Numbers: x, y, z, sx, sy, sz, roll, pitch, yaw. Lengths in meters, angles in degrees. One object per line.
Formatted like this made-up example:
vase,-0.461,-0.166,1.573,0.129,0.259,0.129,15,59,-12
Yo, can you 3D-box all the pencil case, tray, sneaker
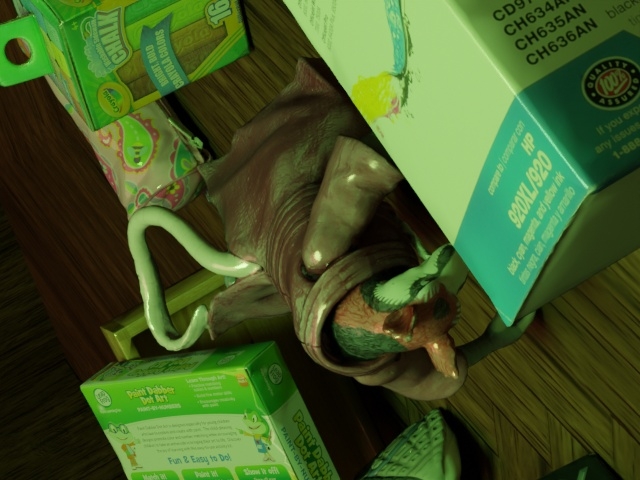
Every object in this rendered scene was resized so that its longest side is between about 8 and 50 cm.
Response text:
pencil case,-0.223,-0.153,1.919,0.284,0.124,0.124,56,164,11
tray,-0.049,0.222,1.865,0.411,0.203,0.076,64,163,-14
sneaker,0.104,0.245,1.659,0.129,0.111,0.297,47,170,7

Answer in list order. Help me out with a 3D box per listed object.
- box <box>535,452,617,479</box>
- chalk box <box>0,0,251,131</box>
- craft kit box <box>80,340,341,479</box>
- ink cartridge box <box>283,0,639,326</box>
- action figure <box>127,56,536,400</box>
box,0.119,0.337,1.363,0.073,0.295,0.293,54,164,47
chalk box,-0.191,-0.198,1.530,0.132,0.213,0.132,48,161,38
craft kit box,-0.094,0.226,1.710,0.250,0.061,0.246,-10,113,44
ink cartridge box,0.104,-0.119,0.806,0.232,0.171,0.168,55,164,16
action figure,0.000,0.000,1.222,0.370,0.276,0.248,-120,12,-66
